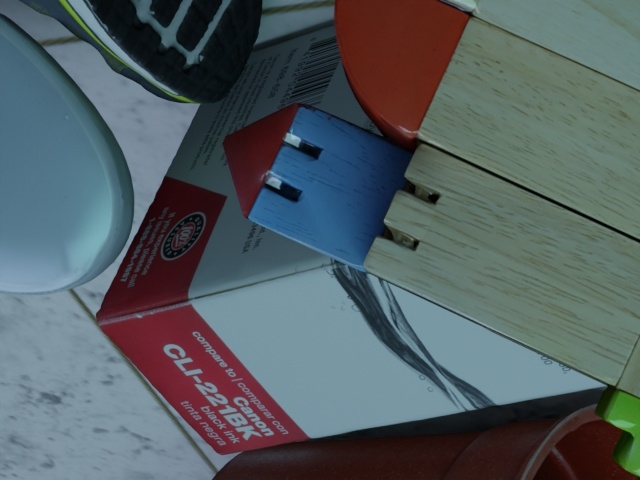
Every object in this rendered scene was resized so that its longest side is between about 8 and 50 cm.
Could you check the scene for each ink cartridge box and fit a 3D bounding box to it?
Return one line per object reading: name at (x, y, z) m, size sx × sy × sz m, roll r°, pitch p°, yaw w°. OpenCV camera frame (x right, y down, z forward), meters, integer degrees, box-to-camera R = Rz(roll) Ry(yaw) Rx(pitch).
ink cartridge box at (0.054, -0.021, 0.943) m, size 0.273 × 0.197 × 0.114 m, roll -15°, pitch 128°, yaw 36°

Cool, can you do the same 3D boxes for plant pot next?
plant pot at (0.066, 0.238, 1.270) m, size 0.265 × 0.272 × 0.272 m, roll -1°, pitch 142°, yaw 36°

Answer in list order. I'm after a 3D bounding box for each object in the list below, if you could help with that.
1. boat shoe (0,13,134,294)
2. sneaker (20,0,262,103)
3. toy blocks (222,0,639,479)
boat shoe at (-0.248, -0.095, 1.015) m, size 0.367 × 0.135 × 0.156 m, roll 28°, pitch -172°, yaw 4°
sneaker at (-0.148, -0.169, 0.935) m, size 0.300 × 0.111 × 0.121 m, roll 41°, pitch 157°, yaw -30°
toy blocks at (0.088, -0.112, 0.709) m, size 0.261 × 0.381 × 0.191 m, roll 24°, pitch 180°, yaw 5°
